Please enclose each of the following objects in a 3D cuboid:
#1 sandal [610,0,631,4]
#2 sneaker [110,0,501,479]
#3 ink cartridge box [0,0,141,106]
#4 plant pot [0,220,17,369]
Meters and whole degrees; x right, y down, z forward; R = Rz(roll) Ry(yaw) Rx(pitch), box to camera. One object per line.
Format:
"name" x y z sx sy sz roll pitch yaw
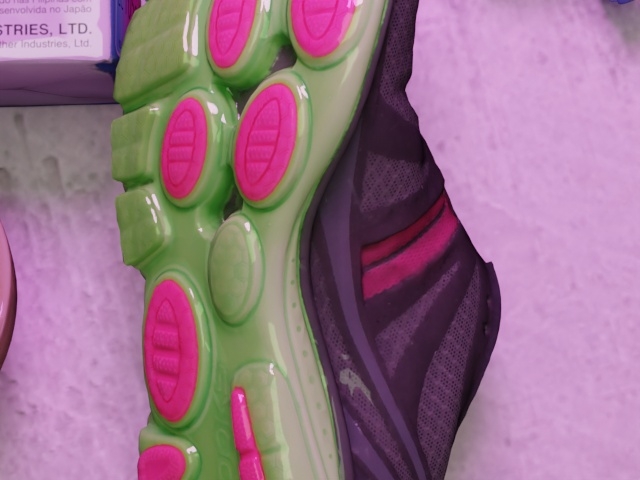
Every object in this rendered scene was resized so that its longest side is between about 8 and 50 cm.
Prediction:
"sandal" 0.127 -0.251 0.882 0.317 0.126 0.138 21 89 2
"sneaker" 0.000 0.000 0.817 0.185 0.202 0.482 12 102 38
"ink cartridge box" -0.250 -0.286 0.858 0.270 0.151 0.395 -1 87 -2
"plant pot" -0.295 0.055 0.832 0.237 0.109 0.237 0 62 0
